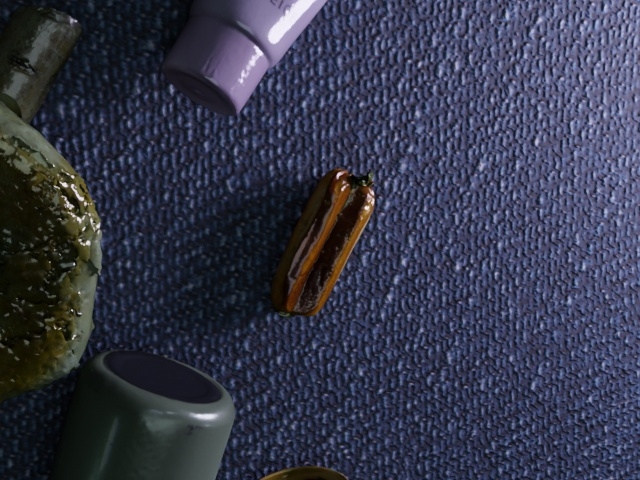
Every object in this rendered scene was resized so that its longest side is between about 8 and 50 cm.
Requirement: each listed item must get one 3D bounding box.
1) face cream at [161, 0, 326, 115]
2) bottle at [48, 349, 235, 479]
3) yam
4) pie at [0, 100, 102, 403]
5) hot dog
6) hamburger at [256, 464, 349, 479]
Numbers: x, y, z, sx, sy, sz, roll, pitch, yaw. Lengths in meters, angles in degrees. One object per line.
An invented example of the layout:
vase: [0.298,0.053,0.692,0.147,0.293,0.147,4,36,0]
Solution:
face cream: [-0.053,-0.260,1.160,0.154,0.096,0.274,34,77,-20]
bottle: [-0.210,0.298,1.187,0.168,0.168,0.347,14,99,-22]
yam: [-0.290,-0.159,1.099,0.069,0.070,0.146,32,90,-24]
pie: [-0.364,0.001,1.083,0.371,0.078,0.296,35,102,-21]
hot dog: [0.000,0.000,1.251,0.072,0.055,0.188,26,93,-27]
hamburger: [-0.021,0.347,1.272,0.175,0.175,0.137,-18,115,-15]
